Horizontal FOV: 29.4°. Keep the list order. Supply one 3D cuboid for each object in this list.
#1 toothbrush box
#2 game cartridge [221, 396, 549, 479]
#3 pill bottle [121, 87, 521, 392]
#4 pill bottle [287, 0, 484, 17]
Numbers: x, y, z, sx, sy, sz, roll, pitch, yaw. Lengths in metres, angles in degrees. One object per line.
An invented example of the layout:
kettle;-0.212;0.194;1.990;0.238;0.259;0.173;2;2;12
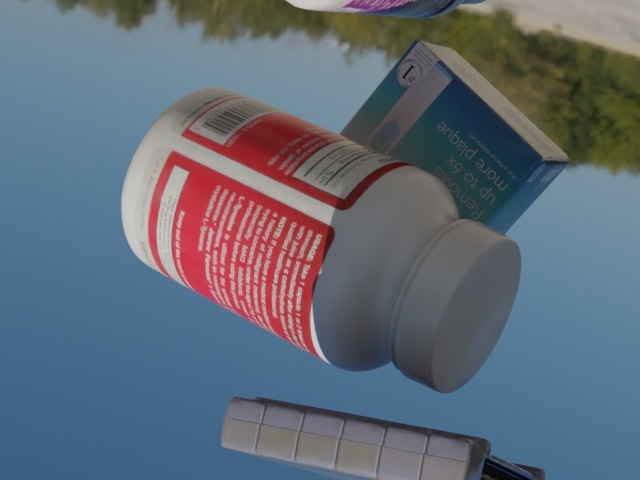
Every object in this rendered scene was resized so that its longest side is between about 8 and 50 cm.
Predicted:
toothbrush box;0.119;-0.062;1.495;0.216;0.295;0.126;47;-158;17
game cartridge;0.076;0.209;1.156;0.230;0.068;0.355;12;169;24
pill bottle;0.000;0.000;1.324;0.407;0.229;0.229;26;-166;30
pill bottle;0.089;-0.351;1.448;0.301;0.169;0.169;-7;-156;-44
